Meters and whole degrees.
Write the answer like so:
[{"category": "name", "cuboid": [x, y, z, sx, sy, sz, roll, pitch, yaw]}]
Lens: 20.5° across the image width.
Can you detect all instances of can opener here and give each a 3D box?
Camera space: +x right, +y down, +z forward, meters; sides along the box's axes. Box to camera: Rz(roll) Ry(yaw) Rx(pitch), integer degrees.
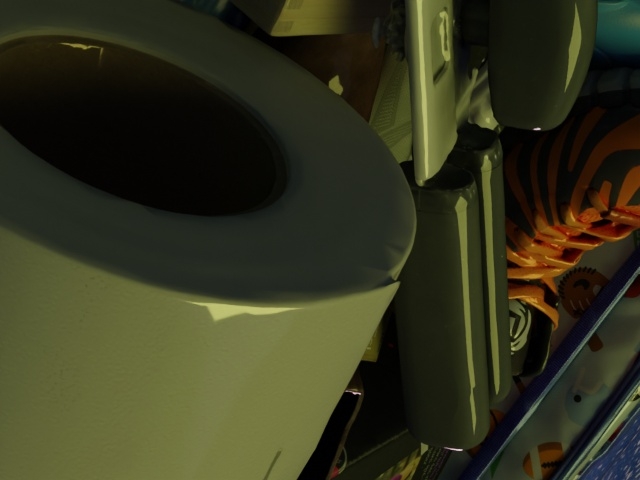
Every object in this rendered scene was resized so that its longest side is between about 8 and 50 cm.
[{"category": "can opener", "cuboid": [0.073, -0.020, 0.835, 0.074, 0.093, 0.280, -51, 147, -48]}]

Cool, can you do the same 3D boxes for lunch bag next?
[{"category": "lunch bag", "cuboid": [0.151, 0.054, 1.301, 0.303, 0.243, 0.115, -52, 159, 3]}]

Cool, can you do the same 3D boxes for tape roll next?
[{"category": "tape roll", "cuboid": [-0.103, 0.015, 0.734, 0.246, 0.246, 0.169, -20, 143, -53]}]

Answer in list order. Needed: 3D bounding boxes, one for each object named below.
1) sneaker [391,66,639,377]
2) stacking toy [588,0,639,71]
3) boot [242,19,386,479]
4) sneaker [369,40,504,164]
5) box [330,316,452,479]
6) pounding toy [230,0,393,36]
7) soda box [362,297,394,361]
[{"category": "sneaker", "cuboid": [0.159, -0.001, 1.128, 0.125, 0.321, 0.180, 20, 74, -30]}, {"category": "stacking toy", "cuboid": [0.206, -0.256, 1.088, 0.301, 0.175, 0.166, -63, 157, -4]}, {"category": "boot", "cuboid": [0.000, 0.000, 0.962, 0.090, 0.207, 0.248, 2, 136, -23]}, {"category": "sneaker", "cuboid": [0.034, -0.067, 1.100, 0.271, 0.108, 0.100, -52, -172, 46]}, {"category": "box", "cuboid": [-0.044, 0.135, 1.142, 0.270, 0.165, 0.143, -22, 143, -53]}, {"category": "pounding toy", "cuboid": [0.002, -0.174, 0.829, 0.141, 0.130, 0.100, -10, 135, -48]}, {"category": "soda box", "cuboid": [-0.052, 0.006, 0.894, 0.058, 0.181, 0.061, 15, 92, -67]}]
